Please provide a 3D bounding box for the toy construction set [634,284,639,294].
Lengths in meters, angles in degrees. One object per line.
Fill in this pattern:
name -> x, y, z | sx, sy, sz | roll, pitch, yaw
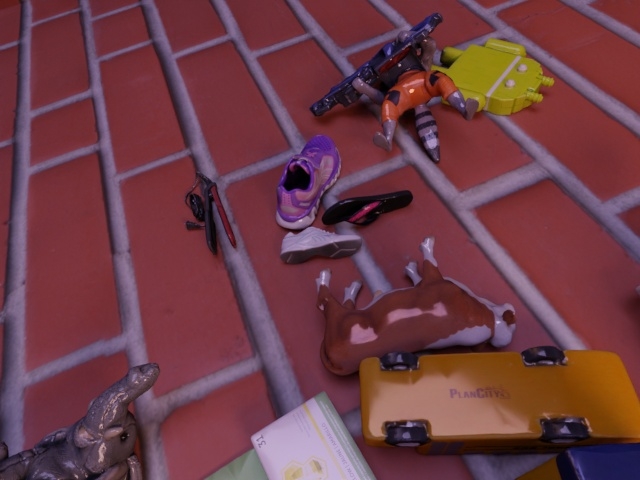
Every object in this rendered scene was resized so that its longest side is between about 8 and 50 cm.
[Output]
toy construction set -> 0.611, 0.073, 0.599 | 0.309, 0.237, 0.257 | 36, 36, 11

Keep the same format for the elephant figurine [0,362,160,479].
elephant figurine -> -0.320, 0.300, 0.590 | 0.239, 0.186, 0.169 | -26, 88, -40

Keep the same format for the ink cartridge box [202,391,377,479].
ink cartridge box -> -0.050, 0.338, 0.572 | 0.235, 0.056, 0.171 | -28, 56, -13

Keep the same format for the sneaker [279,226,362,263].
sneaker -> 0.000, 0.000, 0.803 | 0.152, 0.053, 0.061 | -6, 52, 6

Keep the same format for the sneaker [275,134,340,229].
sneaker -> -0.026, -0.139, 0.874 | 0.095, 0.104, 0.236 | 11, 56, 18

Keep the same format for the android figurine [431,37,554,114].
android figurine -> 0.386, -0.377, 1.008 | 0.273, 0.056, 0.248 | 30, 64, 28

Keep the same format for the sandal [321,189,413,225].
sandal -> 0.091, -0.055, 0.822 | 0.179, 0.067, 0.040 | -12, 65, -3

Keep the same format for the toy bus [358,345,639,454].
toy bus -> 0.221, 0.212, 0.568 | 0.333, 0.130, 0.108 | -4, 55, 6

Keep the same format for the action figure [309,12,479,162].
action figure -> 0.156, -0.312, 0.972 | 0.341, 0.178, 0.330 | -28, 43, 23

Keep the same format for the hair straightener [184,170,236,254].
hair straightener -> -0.240, -0.060, 0.887 | 0.089, 0.047, 0.230 | -22, 54, -7

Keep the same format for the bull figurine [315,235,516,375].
bull figurine -> 0.141, 0.105, 0.678 | 0.311, 0.101, 0.188 | -14, 50, -4

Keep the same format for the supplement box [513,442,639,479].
supplement box -> 0.277, 0.300, 0.357 | 0.194, 0.356, 0.195 | -6, 55, 5
